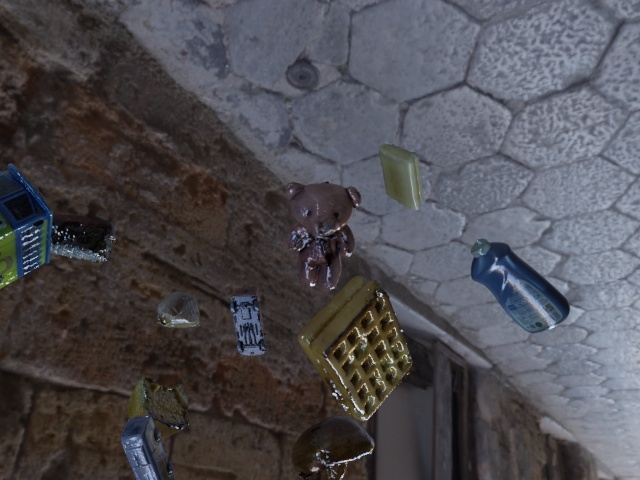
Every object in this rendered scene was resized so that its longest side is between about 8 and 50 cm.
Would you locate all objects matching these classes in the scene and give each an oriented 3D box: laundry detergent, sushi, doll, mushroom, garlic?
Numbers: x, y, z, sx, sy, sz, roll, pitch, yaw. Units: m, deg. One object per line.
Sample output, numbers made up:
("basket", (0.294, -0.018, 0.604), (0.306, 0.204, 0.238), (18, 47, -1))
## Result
("laundry detergent", (0.331, 0.071, 0.888), (0.206, 0.061, 0.096), (43, 142, -11))
("sushi", (-0.765, -0.005, 1.609), (0.224, 0.126, 0.136), (6, 163, -4))
("doll", (0.000, 0.000, 1.336), (0.201, 0.304, 0.156), (3, -164, 1))
("mushroom", (0.028, 0.702, 1.711), (0.283, 0.195, 0.263), (-51, 149, 13))
("garlic", (-0.418, 0.202, 1.513), (0.086, 0.102, 0.195), (-20, 164, 8))

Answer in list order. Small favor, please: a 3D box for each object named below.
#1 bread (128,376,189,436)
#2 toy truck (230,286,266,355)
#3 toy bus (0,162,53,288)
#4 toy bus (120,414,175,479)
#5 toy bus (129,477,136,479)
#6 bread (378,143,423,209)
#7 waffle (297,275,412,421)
("bread", (-0.423, 0.445, 1.388), (0.159, 0.140, 0.169), (5, 142, -31))
("toy truck", (-0.269, 0.309, 1.962), (0.107, 0.114, 0.253), (-5, 109, 3))
("toy bus", (-0.736, -0.015, 1.175), (0.152, 0.190, 0.312), (50, 143, 2))
("toy bus", (-0.371, 0.477, 1.109), (0.064, 0.075, 0.191), (-12, 106, 7))
("toy bus", (-0.341, 0.757, 1.273), (0.203, 0.233, 0.427), (-27, 129, 27))
("bread", (0.236, -0.188, 1.493), (0.139, 0.060, 0.178), (38, 156, 40))
("waffle", (0.094, 0.259, 1.196), (0.098, 0.224, 0.328), (27, 153, 43))
